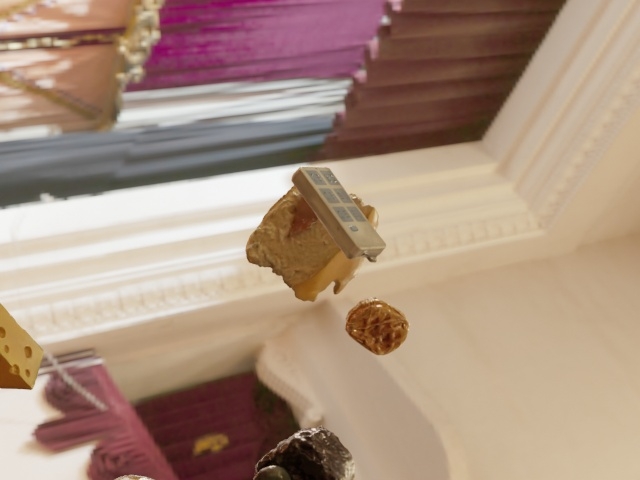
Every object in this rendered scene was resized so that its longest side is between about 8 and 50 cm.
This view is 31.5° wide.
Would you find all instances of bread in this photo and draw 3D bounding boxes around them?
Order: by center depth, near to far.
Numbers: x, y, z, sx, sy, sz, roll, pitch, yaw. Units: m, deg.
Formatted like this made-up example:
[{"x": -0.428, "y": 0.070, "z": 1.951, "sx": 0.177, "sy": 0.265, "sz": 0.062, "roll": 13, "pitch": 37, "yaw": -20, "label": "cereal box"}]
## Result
[{"x": 0.093, "y": 0.137, "z": 1.835, "sx": 0.083, "sy": 0.110, "sz": 0.044, "roll": -48, "pitch": -151, "yaw": 14, "label": "bread"}, {"x": -0.005, "y": 0.010, "z": 2.197, "sx": 0.183, "sy": 0.224, "sz": 0.211, "roll": 34, "pitch": -7, "yaw": 20, "label": "bread"}]

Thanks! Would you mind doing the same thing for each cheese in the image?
[{"x": -0.570, "y": 0.172, "z": 1.985, "sx": 0.093, "sy": 0.126, "sz": 0.171, "roll": -86, "pitch": 176, "yaw": -47, "label": "cheese"}]

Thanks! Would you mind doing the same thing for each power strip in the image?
[{"x": 0.027, "y": -0.044, "z": 1.782, "sx": 0.035, "sy": 0.081, "sz": 0.192, "roll": -48, "pitch": -116, "yaw": 26, "label": "power strip"}]

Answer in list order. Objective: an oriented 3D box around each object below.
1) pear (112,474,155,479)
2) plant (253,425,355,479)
[{"x": -0.269, "y": 0.420, "z": 1.637, "sx": 0.167, "sy": 0.136, "sz": 0.167, "roll": 24, "pitch": -58, "yaw": 45, "label": "pear"}, {"x": -0.056, "y": 0.422, "z": 1.877, "sx": 0.146, "sy": 0.274, "sz": 0.149, "roll": 38, "pitch": -58, "yaw": 7, "label": "plant"}]
